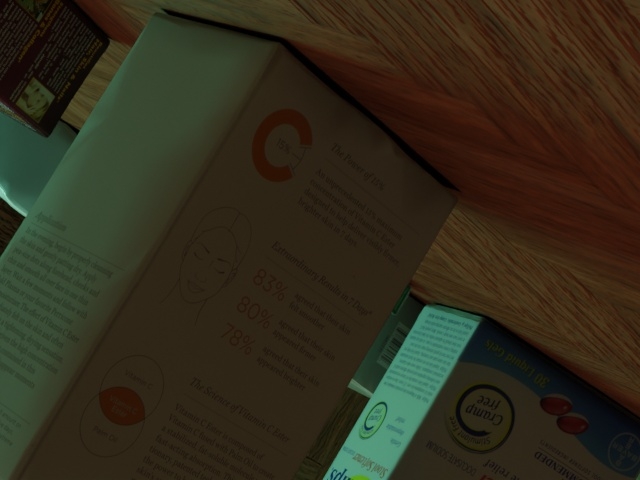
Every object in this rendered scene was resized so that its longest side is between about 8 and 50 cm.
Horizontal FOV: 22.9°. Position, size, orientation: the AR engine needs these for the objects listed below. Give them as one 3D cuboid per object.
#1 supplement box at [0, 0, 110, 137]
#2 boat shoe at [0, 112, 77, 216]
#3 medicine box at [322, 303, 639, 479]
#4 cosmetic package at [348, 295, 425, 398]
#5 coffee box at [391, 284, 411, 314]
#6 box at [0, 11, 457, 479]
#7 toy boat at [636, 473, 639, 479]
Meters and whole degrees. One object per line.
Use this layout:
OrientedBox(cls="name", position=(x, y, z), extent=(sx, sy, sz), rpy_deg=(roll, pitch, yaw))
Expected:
OrientedBox(cls="supplement box", position=(-0.268, -0.176, 1.299), extent=(0.081, 0.104, 0.188), rpy_deg=(28, 172, 26))
OrientedBox(cls="boat shoe", position=(-0.451, -0.141, 2.129), extent=(0.367, 0.136, 0.156), rpy_deg=(36, 171, -14))
OrientedBox(cls="medicine box", position=(0.172, 0.262, 1.723), extent=(0.263, 0.289, 0.149), rpy_deg=(33, 172, -19))
OrientedBox(cls="cosmetic package", position=(0.020, 0.098, 1.890), extent=(0.107, 0.127, 0.238), rpy_deg=(36, 169, -39))
OrientedBox(cls="coffee box", position=(0.003, 0.012, 1.707), extent=(0.113, 0.040, 0.184), rpy_deg=(23, 169, 47))
OrientedBox(cls="box", position=(-0.096, 0.044, 1.138), extent=(0.215, 0.345, 0.168), rpy_deg=(37, 171, -40))
OrientedBox(cls="toy boat", position=(0.401, 0.352, 1.952), extent=(0.151, 0.151, 0.231), rpy_deg=(26, 171, 32))
